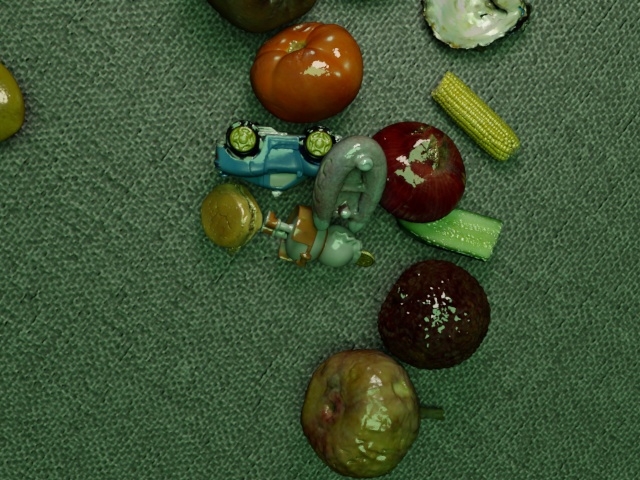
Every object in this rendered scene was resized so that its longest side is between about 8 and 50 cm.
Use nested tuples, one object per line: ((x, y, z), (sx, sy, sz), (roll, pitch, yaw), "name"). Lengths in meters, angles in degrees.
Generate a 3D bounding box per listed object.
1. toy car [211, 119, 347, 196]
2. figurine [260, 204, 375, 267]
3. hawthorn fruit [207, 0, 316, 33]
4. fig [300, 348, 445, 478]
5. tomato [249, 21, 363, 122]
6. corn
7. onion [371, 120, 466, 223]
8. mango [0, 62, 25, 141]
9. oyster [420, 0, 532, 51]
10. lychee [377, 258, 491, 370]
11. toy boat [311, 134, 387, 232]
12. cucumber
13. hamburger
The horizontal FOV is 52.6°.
((-0.080, -0.181, 1.432), (0.314, 0.198, 0.166), (3, 103, -5), "toy car")
((-0.005, 0.007, 1.476), (0.271, 0.143, 0.143), (33, 91, -4), "figurine")
((-0.149, -0.592, 1.366), (0.267, 0.301, 0.268), (-24, 131, -31), "hawthorn fruit")
((0.153, 0.404, 1.480), (0.368, 0.286, 0.286), (20, 93, -31), "fig")
((-0.027, -0.357, 1.410), (0.259, 0.260, 0.180), (-30, 128, -1), "tomato")
((0.361, -0.284, 1.506), (0.248, 0.081, 0.081), (42, 90, -6), "corn")
((0.213, -0.158, 1.460), (0.248, 0.161, 0.248), (0, 87, 3), "onion")
((-0.813, -0.321, 1.375), (0.365, 0.182, 0.253), (21, 92, -4), "mango")
((0.360, -0.538, 1.489), (0.259, 0.092, 0.198), (-5, 94, 6), "oyster")
((0.255, 0.170, 1.442), (0.260, 0.260, 0.261), (0, 94, -4), "lychee")
((0.066, -0.109, 1.354), (0.155, 0.085, 0.227), (5, 122, -20), "toy boat")
((0.295, -0.023, 1.525), (0.244, 0.063, 0.115), (19, 68, 0), "cucumber")
((-0.204, -0.052, 1.460), (0.138, 0.083, 0.147), (-42, 69, 35), "hamburger")
